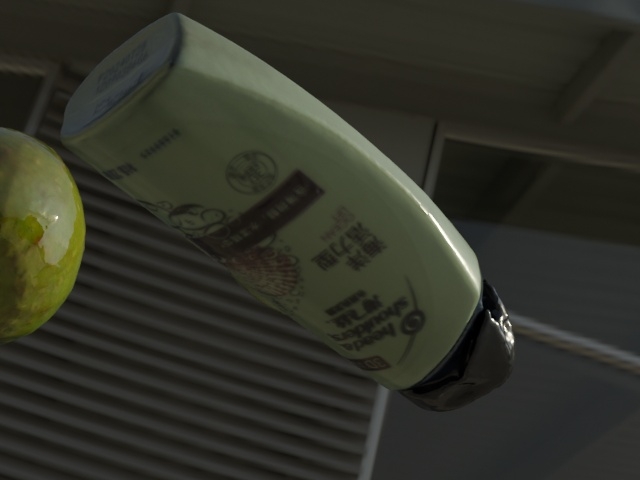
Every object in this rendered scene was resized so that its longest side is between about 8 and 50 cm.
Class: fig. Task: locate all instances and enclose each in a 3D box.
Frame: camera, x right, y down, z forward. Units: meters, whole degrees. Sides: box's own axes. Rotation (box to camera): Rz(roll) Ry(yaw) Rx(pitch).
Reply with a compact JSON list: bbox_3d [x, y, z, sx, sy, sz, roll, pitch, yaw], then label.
[{"bbox_3d":[-0.405,-0.024,1.547,0.258,0.326,0.258,3,-58,4],"label":"fig"}]

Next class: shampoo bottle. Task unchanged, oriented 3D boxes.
[{"bbox_3d":[0.005,-0.007,0.862,0.134,0.078,0.359,-33,-54,27],"label":"shampoo bottle"}]

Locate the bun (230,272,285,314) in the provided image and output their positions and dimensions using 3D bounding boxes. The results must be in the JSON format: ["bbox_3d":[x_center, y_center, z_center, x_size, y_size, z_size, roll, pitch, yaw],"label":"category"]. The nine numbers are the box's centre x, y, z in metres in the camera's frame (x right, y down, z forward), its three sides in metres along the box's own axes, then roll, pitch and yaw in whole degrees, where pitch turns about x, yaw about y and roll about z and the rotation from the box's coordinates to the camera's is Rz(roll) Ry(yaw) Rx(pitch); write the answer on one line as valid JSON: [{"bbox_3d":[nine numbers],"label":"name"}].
[{"bbox_3d":[0.001,0.002,1.374,0.221,0.221,0.108,19,-65,-8],"label":"bun"}]
